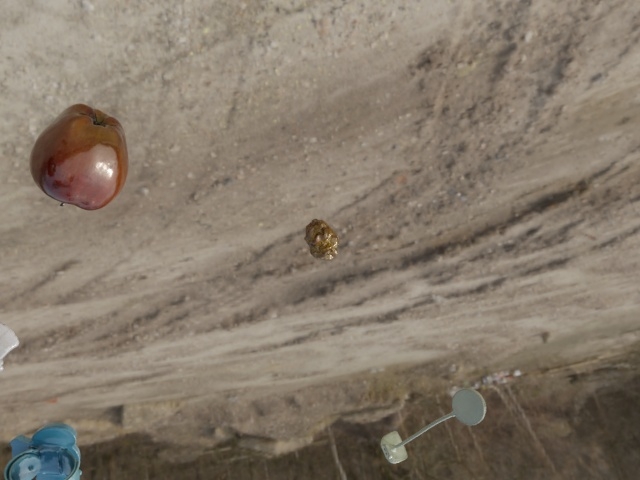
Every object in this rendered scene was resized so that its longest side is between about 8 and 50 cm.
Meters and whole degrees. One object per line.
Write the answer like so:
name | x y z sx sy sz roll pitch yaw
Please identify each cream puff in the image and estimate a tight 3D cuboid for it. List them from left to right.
cream puff | 0.000 0.000 1.900 0.094 0.122 0.116 -44 -165 -1

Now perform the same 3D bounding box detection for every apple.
apple | -0.530 -0.178 1.484 0.234 0.234 0.234 -10 161 -4

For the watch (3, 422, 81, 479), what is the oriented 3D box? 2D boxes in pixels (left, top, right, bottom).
watch | -0.679 0.574 1.618 0.211 0.211 0.193 -12 -158 1

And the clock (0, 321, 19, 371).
clock | -0.552 0.206 1.018 0.080 0.176 0.117 47 142 -15

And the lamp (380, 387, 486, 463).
lamp | 0.169 0.270 0.977 0.056 0.050 0.198 -1 148 -48
